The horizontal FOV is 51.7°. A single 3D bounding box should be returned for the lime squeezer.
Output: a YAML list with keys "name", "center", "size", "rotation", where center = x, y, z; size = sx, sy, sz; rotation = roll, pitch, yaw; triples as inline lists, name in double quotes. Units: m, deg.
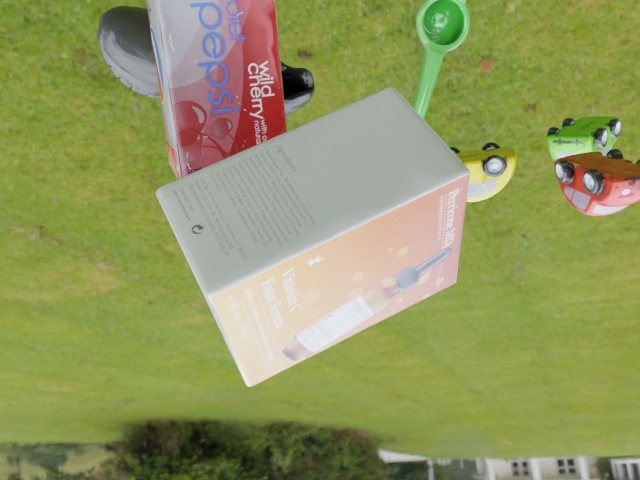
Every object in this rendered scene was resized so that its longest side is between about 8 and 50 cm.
- name: "lime squeezer"
  center: [0.109, -0.235, 0.687]
  size: [0.059, 0.310, 0.110]
  rotation: [23, 148, -33]

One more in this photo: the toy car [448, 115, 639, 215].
- name: "toy car"
  center: [0.254, -0.082, 0.692]
  size: [0.239, 0.053, 0.225]
  rotation: [11, -152, 42]

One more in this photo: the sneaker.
- name: "sneaker"
  center: [-0.129, -0.224, 0.815]
  size: [0.286, 0.109, 0.130]
  rotation: [11, 163, -42]

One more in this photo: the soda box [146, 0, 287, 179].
- name: "soda box"
  center: [-0.086, -0.180, 0.507]
  size: [0.092, 0.263, 0.083]
  rotation: [-10, -159, -17]

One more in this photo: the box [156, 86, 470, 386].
- name: "box"
  center: [0.000, 0.000, 0.442]
  size: [0.171, 0.091, 0.130]
  rotation: [-26, 146, -10]
